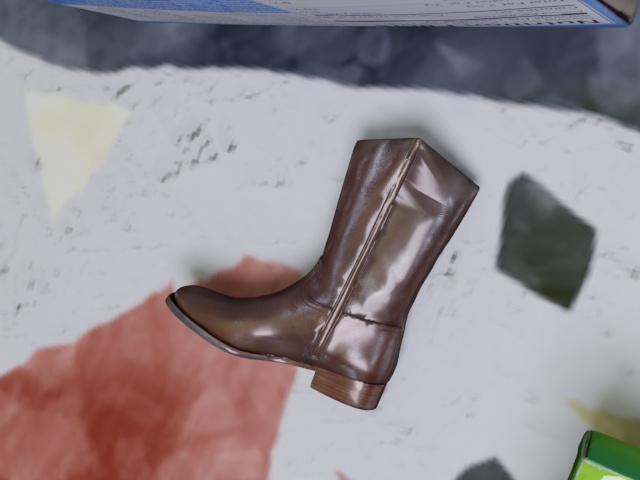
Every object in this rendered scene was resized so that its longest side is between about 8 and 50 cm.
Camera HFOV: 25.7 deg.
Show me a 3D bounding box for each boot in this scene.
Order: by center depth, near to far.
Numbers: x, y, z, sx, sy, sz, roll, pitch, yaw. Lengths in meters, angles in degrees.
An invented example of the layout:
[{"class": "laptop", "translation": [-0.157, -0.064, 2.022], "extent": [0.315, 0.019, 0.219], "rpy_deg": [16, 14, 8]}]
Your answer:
[{"class": "boot", "translation": [0.000, 0.000, 0.587], "extent": [0.106, 0.037, 0.114], "rpy_deg": [23, 103, 7]}]

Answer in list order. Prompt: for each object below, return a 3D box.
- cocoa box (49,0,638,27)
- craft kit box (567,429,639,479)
[{"class": "cocoa box", "translation": [-0.010, -0.255, 0.482], "extent": [0.231, 0.228, 0.347], "rpy_deg": [4, 93, 23]}, {"class": "craft kit box", "translation": [0.166, 0.229, 0.498], "extent": [0.250, 0.061, 0.246], "rpy_deg": [21, 97, 12]}]
